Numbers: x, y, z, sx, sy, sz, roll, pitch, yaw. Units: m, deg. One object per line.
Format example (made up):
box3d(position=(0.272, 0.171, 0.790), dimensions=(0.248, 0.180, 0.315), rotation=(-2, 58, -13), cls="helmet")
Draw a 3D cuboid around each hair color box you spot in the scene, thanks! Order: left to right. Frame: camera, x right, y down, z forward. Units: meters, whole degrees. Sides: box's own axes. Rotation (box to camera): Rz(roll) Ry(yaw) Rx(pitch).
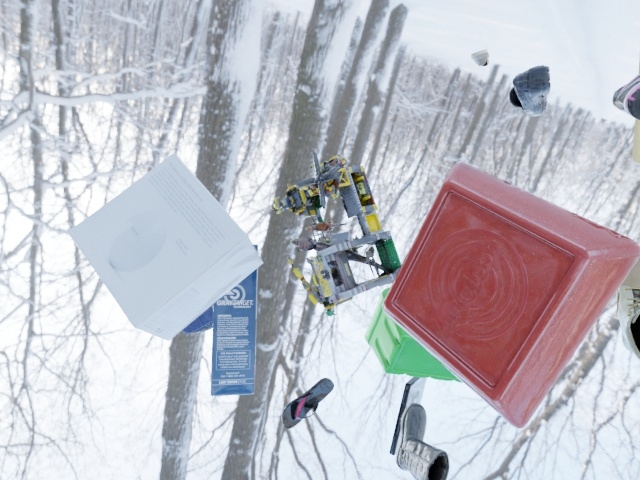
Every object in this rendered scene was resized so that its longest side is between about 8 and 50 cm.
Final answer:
box3d(position=(-0.212, 0.183, 1.129), dimensions=(0.105, 0.347, 0.174), rotation=(1, 178, -12), cls="hair color box")

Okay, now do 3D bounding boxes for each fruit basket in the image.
box3d(position=(0.344, 0.236, 1.475), dimensions=(0.392, 0.283, 0.392), rotation=(11, -146, -7), cls="fruit basket")

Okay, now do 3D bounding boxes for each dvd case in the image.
box3d(position=(0.297, 0.564, 1.529), dimensions=(0.022, 0.253, 0.180), rotation=(17, -168, 30), cls="dvd case")

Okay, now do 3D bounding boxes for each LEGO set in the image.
box3d(position=(0.000, 0.000, 0.913), dimensions=(0.192, 0.331, 0.255), rotation=(-14, -178, -44), cls="LEGO set")

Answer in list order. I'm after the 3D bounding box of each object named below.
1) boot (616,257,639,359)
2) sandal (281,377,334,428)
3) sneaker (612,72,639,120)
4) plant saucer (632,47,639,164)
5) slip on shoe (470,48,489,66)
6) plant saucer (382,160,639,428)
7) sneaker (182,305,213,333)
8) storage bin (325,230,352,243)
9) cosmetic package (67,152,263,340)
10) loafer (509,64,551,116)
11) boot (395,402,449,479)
box3d(position=(0.632, 0.127, 0.908), dimensions=(0.077, 0.213, 0.165), rotation=(-3, 175, 29), cls="boot")
box3d(position=(-0.034, 0.436, 1.217), dimensions=(0.067, 0.179, 0.040), rotation=(43, -174, -30), cls="sandal")
box3d(position=(0.490, -0.233, 0.630), dimensions=(0.178, 0.072, 0.077), rotation=(-24, -159, 8), cls="sneaker")
box3d(position=(0.873, -0.282, 0.986), dimensions=(0.333, 0.333, 0.081), rotation=(7, -134, 36), cls="plant saucer")
box3d(position=(0.514, -0.582, 1.471), dimensions=(0.051, 0.041, 0.135), rotation=(-11, -170, 27), cls="slip on shoe")
box3d(position=(0.202, 0.056, 0.587), dimensions=(0.047, 0.258, 0.259), rotation=(6, -156, -43), cls="plant saucer")
box3d(position=(-0.337, 0.240, 1.497), dimensions=(0.232, 0.081, 0.090), rotation=(-17, 172, -5), cls="sneaker")
box3d(position=(0.068, 0.021, 1.680), dimensions=(0.091, 0.098, 0.135), rotation=(-17, -148, 19), cls="storage bin")
box3d(position=(-0.263, 0.012, 0.812), dimensions=(0.224, 0.224, 0.138), rotation=(47, 170, 20), cls="cosmetic package")
box3d(position=(0.463, -0.328, 1.025), dimensions=(0.078, 0.076, 0.223), rotation=(-2, 178, 23), cls="loafer")
box3d(position=(0.256, 0.509, 1.144), dimensions=(0.076, 0.190, 0.208), rotation=(12, 163, -1), cls="boot")
